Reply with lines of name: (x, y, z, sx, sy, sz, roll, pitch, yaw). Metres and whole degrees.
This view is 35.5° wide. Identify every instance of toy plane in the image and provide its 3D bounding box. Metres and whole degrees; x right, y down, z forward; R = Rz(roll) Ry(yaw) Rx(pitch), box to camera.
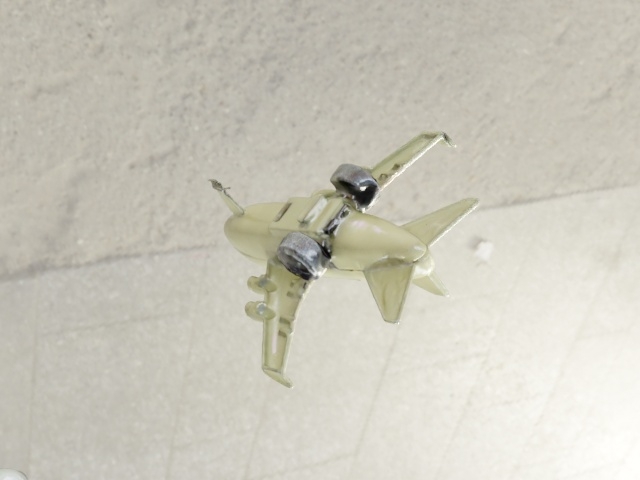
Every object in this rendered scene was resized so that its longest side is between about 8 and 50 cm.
toy plane: (0.000, 0.000, 0.792, 0.242, 0.256, 0.104, -55, 134, -21)

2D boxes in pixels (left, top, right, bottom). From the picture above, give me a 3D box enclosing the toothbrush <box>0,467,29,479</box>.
toothbrush: (-0.078, 0.159, 0.267, 0.017, 0.204, 0.022, 10, 145, -36)
